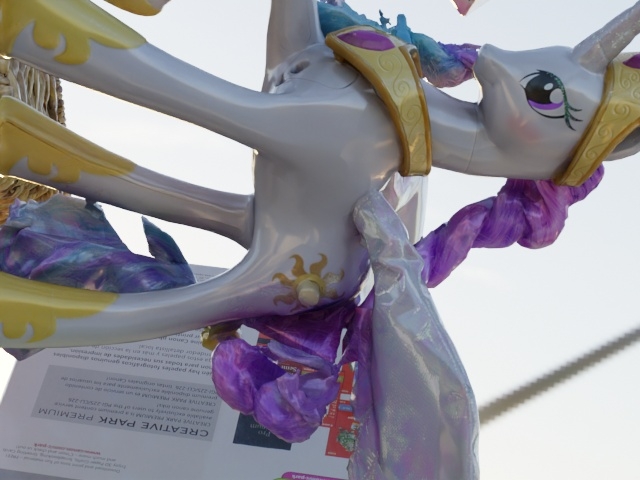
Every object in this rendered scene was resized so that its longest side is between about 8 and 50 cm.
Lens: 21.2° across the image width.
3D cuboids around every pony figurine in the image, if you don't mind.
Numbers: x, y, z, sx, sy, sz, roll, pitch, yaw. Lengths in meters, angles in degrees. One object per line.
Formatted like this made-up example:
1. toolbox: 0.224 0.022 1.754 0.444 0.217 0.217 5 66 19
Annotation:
1. pony figurine: 0.000 0.000 0.929 0.363 0.351 0.303 7 32 -9

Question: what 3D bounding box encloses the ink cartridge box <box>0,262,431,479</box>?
1. ink cartridge box: -0.084 0.155 1.316 0.309 0.272 0.130 7 -48 6

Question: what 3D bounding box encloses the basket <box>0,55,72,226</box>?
1. basket: -0.363 -0.126 1.368 0.299 0.213 0.223 -3 -10 5

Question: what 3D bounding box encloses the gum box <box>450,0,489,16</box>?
1. gum box: 0.085 -0.272 1.274 0.188 0.062 0.107 55 -10 5
